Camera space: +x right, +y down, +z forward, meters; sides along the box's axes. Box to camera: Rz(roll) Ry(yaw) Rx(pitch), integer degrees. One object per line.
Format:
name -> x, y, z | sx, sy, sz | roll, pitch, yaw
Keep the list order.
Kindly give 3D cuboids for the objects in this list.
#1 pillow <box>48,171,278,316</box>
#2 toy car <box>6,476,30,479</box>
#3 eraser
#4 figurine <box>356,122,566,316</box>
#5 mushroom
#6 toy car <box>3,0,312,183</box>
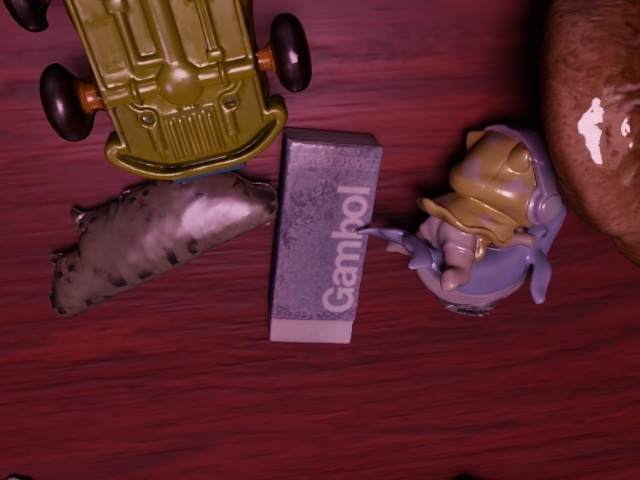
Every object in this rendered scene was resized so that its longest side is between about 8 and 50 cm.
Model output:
pillow -> -0.159, -0.013, 0.603 | 0.241, 0.051, 0.093 | -25, 105, 5
toy car -> -0.403, 0.352, 0.688 | 0.256, 0.101, 0.124 | -13, 118, -2
eraser -> 0.000, 0.000, 0.638 | 0.092, 0.046, 0.212 | 3, 112, -10
figurine -> 0.146, -0.015, 0.605 | 0.208, 0.128, 0.184 | -8, 112, -26
mushroom -> 0.276, -0.104, 0.552 | 0.278, 0.146, 0.278 | 9, 76, -42
toy car -> -0.117, -0.176, 0.495 | 0.200, 0.142, 0.248 | -10, 123, -5
